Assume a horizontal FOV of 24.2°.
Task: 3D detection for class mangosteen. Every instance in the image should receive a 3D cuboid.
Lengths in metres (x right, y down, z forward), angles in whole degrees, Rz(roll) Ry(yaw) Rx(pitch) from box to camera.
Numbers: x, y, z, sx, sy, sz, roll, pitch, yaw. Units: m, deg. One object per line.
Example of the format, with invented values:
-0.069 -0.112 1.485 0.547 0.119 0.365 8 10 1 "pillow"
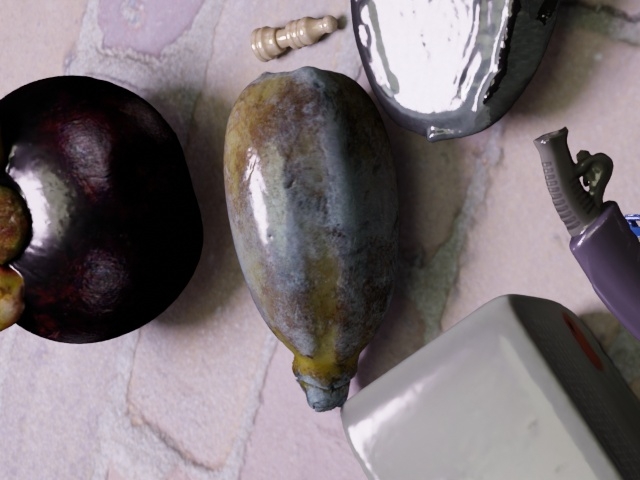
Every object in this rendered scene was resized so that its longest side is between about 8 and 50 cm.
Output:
-0.276 -0.026 1.505 0.275 0.302 0.275 21 116 51 "mangosteen"

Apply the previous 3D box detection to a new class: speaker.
0.206 0.247 1.210 0.184 0.183 0.406 -42 65 23 "speaker"

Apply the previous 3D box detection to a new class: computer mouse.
0.124 -0.276 1.322 0.203 0.114 0.374 8 102 35 "computer mouse"

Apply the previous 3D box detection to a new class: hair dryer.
0.303 0.032 1.097 0.361 0.121 0.301 40 108 -6 "hair dryer"

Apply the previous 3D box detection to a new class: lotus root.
0.000 0.000 1.383 0.140 0.158 0.322 -8 89 62 "lotus root"

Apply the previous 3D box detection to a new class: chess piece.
-0.023 -0.205 1.484 0.092 0.035 0.035 -12 82 33 "chess piece"

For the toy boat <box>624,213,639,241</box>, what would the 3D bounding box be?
0.323 -0.006 1.192 0.175 0.091 0.110 8 66 34 "toy boat"
